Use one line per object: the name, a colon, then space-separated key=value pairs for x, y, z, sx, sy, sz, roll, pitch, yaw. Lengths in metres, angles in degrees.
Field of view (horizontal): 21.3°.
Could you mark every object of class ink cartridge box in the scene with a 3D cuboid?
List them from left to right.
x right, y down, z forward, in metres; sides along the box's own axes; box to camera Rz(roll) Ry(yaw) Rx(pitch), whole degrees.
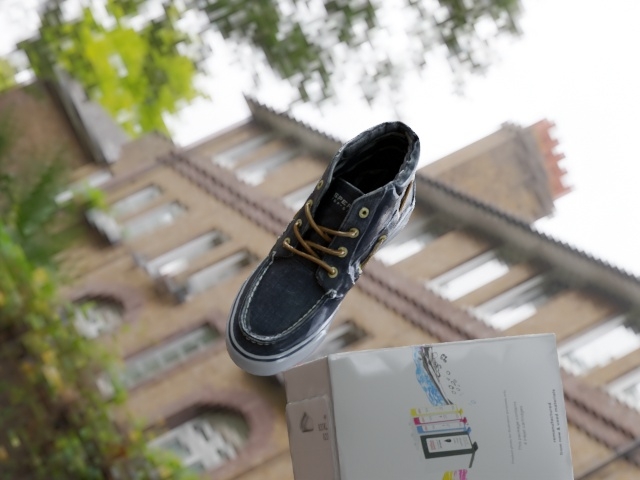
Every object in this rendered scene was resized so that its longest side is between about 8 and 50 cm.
ink cartridge box: x=0.099 y=0.189 z=1.641 sx=0.171 sy=0.233 sz=0.168 roll=146 pitch=-62 yaw=-72

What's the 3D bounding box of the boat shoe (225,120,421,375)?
boat shoe: x=0.000 y=0.000 z=1.096 sx=0.065 sy=0.183 sz=0.083 roll=31 pitch=-29 yaw=14
